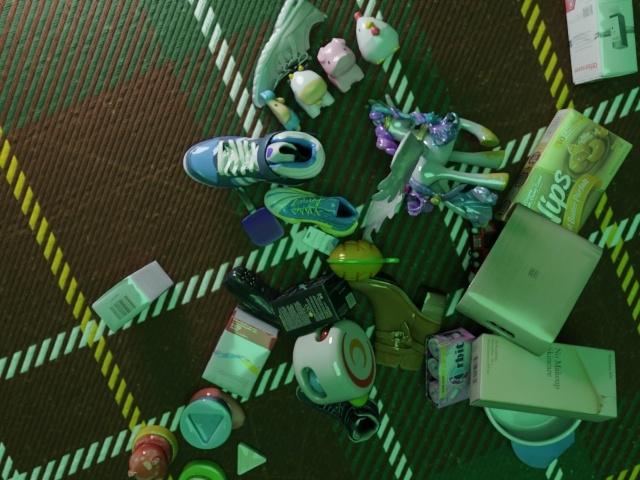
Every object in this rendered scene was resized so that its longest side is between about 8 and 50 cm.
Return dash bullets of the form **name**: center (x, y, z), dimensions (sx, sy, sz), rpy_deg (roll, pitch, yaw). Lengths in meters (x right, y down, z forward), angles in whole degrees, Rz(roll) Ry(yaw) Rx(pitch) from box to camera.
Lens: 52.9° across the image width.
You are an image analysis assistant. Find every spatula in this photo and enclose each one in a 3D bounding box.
- **spatula**: center (-0.198, -0.120, 1.605), dimensions (0.084, 0.030, 0.296), rpy_deg (-32, 97, -3)

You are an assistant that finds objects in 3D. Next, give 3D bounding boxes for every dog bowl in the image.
- **dog bowl**: center (0.532, 0.376, 1.637), dimensions (0.264, 0.104, 0.265), rpy_deg (0, 89, 1)

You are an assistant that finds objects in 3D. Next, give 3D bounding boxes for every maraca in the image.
- **maraca**: center (0.102, 0.048, 1.539), dimensions (0.185, 0.127, 0.099), rpy_deg (0, 93, -33)

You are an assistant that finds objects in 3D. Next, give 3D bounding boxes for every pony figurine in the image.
- **pony figurine**: center (0.247, -0.165, 1.519), dimensions (0.363, 0.303, 0.351), rpy_deg (20, 65, -1)

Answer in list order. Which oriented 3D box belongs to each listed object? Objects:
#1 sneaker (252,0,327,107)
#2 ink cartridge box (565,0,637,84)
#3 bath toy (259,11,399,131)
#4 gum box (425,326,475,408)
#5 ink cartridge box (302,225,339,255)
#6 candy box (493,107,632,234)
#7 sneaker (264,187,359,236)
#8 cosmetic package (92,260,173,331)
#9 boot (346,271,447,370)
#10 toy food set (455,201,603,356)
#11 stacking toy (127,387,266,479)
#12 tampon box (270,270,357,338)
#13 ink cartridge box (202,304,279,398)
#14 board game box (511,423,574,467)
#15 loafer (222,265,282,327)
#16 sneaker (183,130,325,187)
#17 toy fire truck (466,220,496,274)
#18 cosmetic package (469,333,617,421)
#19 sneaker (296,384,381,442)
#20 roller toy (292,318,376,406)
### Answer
- **sneaker**: center (-0.078, -0.441, 1.531), dimensions (0.115, 0.105, 0.281), rpy_deg (24, 100, -11)
- **ink cartridge box**: center (0.658, -0.488, 1.516), dimensions (0.092, 0.158, 0.218), rpy_deg (-7, 98, -1)
- **bath toy**: center (0.027, -0.403, 1.508), dimensions (0.348, 0.151, 0.129), rpy_deg (-39, 102, -2)
- **gum box**: center (0.327, 0.316, 1.625), dimensions (0.107, 0.062, 0.188), rpy_deg (-12, 113, -21)
- **ink cartridge box**: center (0.000, 0.000, 1.628), dimensions (0.083, 0.028, 0.048), rpy_deg (26, 96, -5)
- **candy box**: center (0.596, -0.144, 1.595), dimensions (0.183, 0.087, 0.316), rpy_deg (30, 97, -4)
- **sneaker**: center (-0.013, -0.088, 1.561), dimensions (0.240, 0.126, 0.091), rpy_deg (16, 68, -11)
- **cosmetic package**: center (-0.440, 0.127, 1.531), dimensions (0.117, 0.231, 0.085), rpy_deg (-37, 97, 3)
- **boot**: center (0.164, 0.201, 1.634), dimensions (0.283, 0.109, 0.220), rpy_deg (16, 101, -11)
- **toy food set**: center (0.486, 0.085, 1.500), dimensions (0.219, 0.092, 0.306), rpy_deg (31, 81, 9)
- **stacking toy**: center (-0.312, 0.557, 1.643), dimensions (0.309, 0.130, 0.279), rpy_deg (-38, 97, 4)
- **tampon box**: center (-0.015, 0.153, 1.573), dimensions (0.161, 0.120, 0.101), rpy_deg (-22, 96, 30)
- **ink cartridge box**: center (-0.197, 0.276, 1.609), dimensions (0.127, 0.128, 0.176), rpy_deg (26, 96, -4)
- **board game box**: center (0.585, 0.516, 1.707), dimensions (0.168, 0.033, 0.133), rpy_deg (-43, 92, 1)
- **loafer**: center (-0.150, 0.153, 1.630), dimensions (0.223, 0.076, 0.078), rpy_deg (41, 131, -12)
- **sneaker**: center (-0.150, -0.197, 1.473), dimensions (0.322, 0.236, 0.130), rpy_deg (4, 82, -11)
- **toy fire truck**: center (0.447, 0.035, 1.636), dimensions (0.135, 0.047, 0.192), rpy_deg (-5, 97, -1)
- **cosmetic package**: center (0.516, 0.323, 1.509), dimensions (0.309, 0.113, 0.160), rpy_deg (6, 69, 2)
- **sneaker**: center (0.047, 0.425, 1.620), dimensions (0.226, 0.163, 0.086), rpy_deg (17, 98, -2)
- **roller toy**: center (0.030, 0.293, 1.563), dimensions (0.146, 0.191, 0.209), rpy_deg (-20, 59, 30)
